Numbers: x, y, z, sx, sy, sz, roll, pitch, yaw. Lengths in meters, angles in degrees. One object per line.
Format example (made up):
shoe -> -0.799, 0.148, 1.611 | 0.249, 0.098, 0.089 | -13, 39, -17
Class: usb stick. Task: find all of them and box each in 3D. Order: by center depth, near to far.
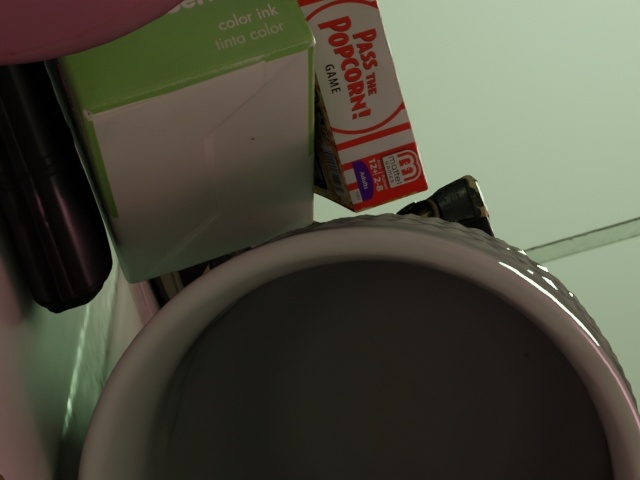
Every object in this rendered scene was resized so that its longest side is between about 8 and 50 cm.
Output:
usb stick -> -0.163, -0.095, 0.720 | 0.077, 0.045, 0.278 | -98, 172, -70

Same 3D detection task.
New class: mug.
mug -> 0.036, 0.168, 0.840 | 0.328, 0.276, 0.374 | -28, 123, -82

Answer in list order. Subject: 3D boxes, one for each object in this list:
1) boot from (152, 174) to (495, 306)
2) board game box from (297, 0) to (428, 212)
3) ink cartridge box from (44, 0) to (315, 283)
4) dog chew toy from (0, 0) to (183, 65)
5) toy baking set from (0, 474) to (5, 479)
boot -> 0.000, 0.000, 1.252 | 0.138, 0.284, 0.377 | -103, 178, -72
board game box -> -0.005, -0.100, 0.833 | 0.193, 0.045, 0.146 | -148, -138, -74
ink cartridge box -> -0.117, -0.180, 0.816 | 0.207, 0.119, 0.353 | 92, -23, -65
dog chew toy -> -0.116, -0.160, 0.352 | 0.332, 0.207, 0.206 | 20, 53, -79
toy baking set -> -0.115, 0.115, 0.425 | 0.256, 0.030, 0.196 | 62, 13, -85
